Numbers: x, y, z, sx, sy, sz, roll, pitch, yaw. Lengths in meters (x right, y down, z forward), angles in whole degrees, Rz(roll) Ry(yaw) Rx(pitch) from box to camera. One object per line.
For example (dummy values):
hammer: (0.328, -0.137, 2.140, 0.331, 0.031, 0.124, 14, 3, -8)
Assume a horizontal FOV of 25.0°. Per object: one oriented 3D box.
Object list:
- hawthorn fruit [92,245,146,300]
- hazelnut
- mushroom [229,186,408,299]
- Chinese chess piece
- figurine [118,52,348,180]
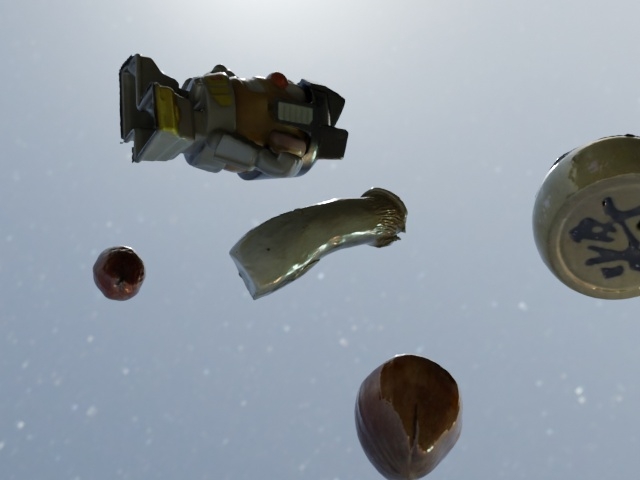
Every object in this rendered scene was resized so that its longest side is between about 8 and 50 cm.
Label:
hawthorn fruit: (-0.238, 0.042, 1.724, 0.067, 0.067, 0.103, 30, 177, -18)
hazelnut: (0.104, 0.224, 1.788, 0.150, 0.150, 0.150, 30, -152, -18)
mushroom: (0.001, -0.004, 1.676, 0.223, 0.092, 0.081, -25, -140, -24)
Chinese chess piece: (0.442, -0.032, 2.141, 0.257, 0.257, 0.104, 28, -150, -22)
figurine: (-0.110, -0.152, 1.845, 0.308, 0.143, 0.308, 18, -142, -15)
